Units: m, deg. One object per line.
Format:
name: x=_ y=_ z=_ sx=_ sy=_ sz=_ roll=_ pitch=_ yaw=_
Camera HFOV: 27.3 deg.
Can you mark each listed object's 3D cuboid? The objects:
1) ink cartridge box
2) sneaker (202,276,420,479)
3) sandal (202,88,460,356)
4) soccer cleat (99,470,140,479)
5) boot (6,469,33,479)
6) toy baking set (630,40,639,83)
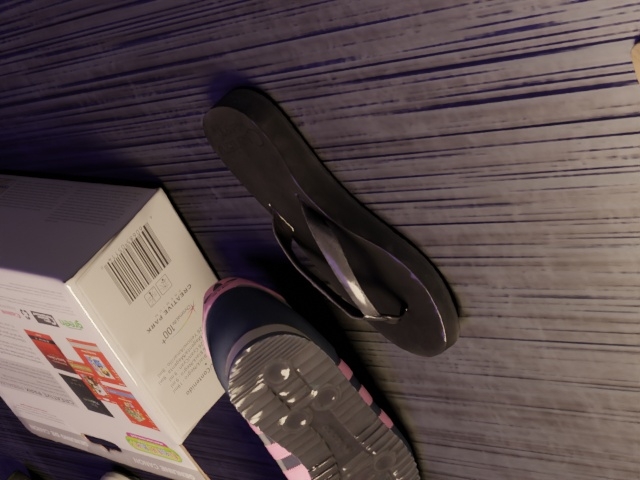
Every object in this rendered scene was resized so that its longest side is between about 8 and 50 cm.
ink cartridge box: x=-0.225 y=0.081 z=1.269 sx=0.309 sy=0.130 sz=0.271 roll=7 pitch=136 yaw=44
sneaker: x=-0.005 y=0.150 z=1.169 sx=0.131 sy=0.112 sz=0.319 roll=54 pitch=173 yaw=49
sandal: x=-0.001 y=0.000 z=0.991 sx=0.254 sy=0.054 sz=0.097 roll=45 pitch=149 yaw=-6
soccer cleat: x=-0.201 y=0.444 z=1.706 sx=0.318 sy=0.116 sz=0.109 roll=51 pitch=148 yaw=-15
boot: x=-0.382 y=0.447 z=1.954 sx=0.161 sy=0.083 sz=0.246 roll=21 pitch=145 yaw=21
toy baking set: x=0.277 y=-0.022 z=0.680 sx=0.256 sy=0.030 sz=0.197 roll=47 pitch=149 yaw=-8
